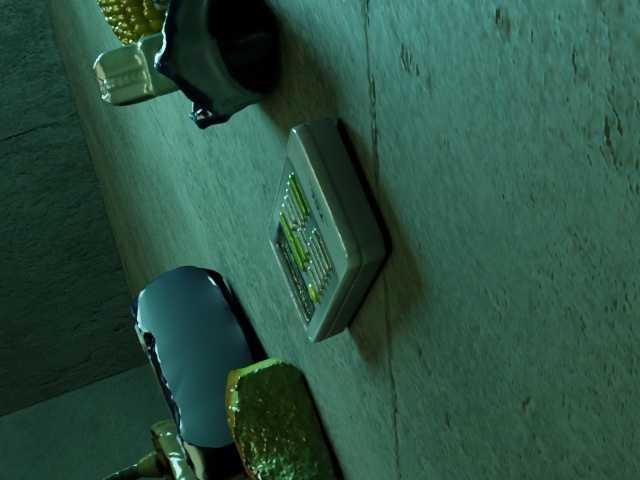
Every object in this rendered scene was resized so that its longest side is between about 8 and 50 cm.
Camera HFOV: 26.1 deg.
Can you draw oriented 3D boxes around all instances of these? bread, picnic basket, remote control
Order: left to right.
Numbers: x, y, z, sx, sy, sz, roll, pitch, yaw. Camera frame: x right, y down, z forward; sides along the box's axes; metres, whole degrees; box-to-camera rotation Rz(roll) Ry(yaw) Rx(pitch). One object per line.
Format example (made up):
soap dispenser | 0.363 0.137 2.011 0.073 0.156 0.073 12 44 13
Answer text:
picnic basket | -0.228 0.435 2.090 0.293 0.337 0.337 -122 17 -48
bread | -0.045 0.199 1.394 0.125 0.086 0.156 103 147 -72
remote control | 0.000 0.000 0.971 0.250 0.034 0.103 111 138 -74

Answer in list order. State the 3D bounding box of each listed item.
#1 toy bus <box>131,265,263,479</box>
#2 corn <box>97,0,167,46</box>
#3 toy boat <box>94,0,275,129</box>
toy bus | -0.123 0.176 1.620 0.147 0.127 0.302 77 167 -46
corn | -0.175 -0.287 1.148 0.102 0.102 0.313 -131 24 -62
toy boat | -0.109 -0.137 1.045 0.262 0.115 0.114 -164 54 -76
